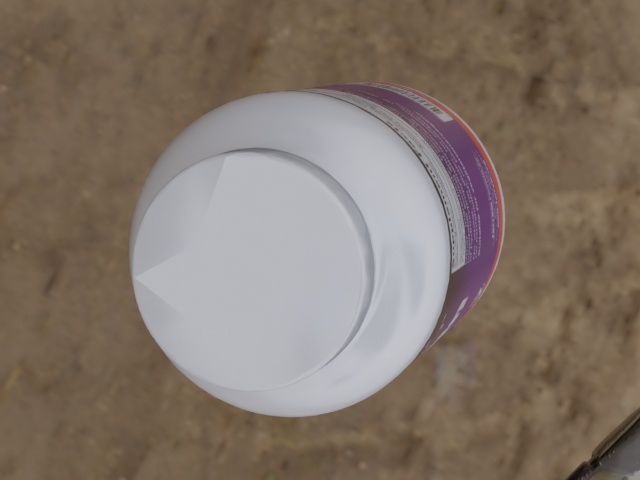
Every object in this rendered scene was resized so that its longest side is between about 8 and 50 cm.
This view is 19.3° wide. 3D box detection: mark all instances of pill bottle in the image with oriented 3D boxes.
[{"bbox_3d":[0.000,0.000,1.109,0.323,0.181,0.181,-25,131,-74],"label":"pill bottle"}]

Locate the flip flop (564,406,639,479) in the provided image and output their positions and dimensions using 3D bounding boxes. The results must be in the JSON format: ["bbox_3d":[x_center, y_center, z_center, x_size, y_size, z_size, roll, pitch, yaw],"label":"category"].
[{"bbox_3d":[0.134,0.157,0.790,0.112,0.080,0.277,-36,146,-31],"label":"flip flop"}]
